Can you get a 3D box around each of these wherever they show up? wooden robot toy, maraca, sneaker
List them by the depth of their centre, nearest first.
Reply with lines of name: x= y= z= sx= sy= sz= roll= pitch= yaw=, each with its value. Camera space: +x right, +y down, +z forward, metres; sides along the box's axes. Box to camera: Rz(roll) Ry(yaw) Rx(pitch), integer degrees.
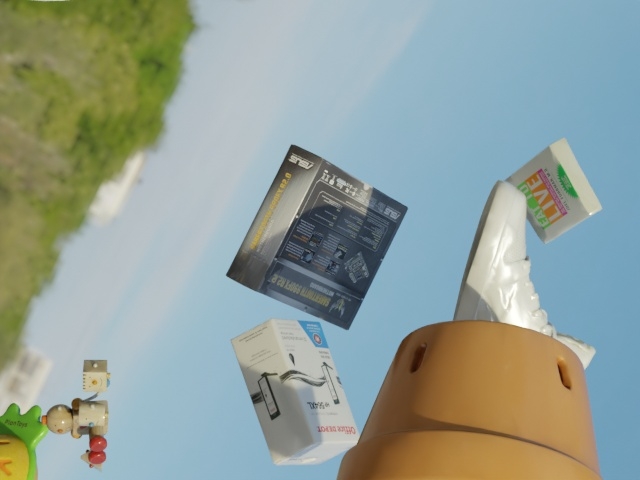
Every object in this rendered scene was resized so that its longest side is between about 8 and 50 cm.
sneaker: x=0.243 y=0.084 z=2.138 sx=0.108 sy=0.169 sz=0.292 roll=-60 pitch=162 yaw=-78
wooden robot toy: x=-0.287 y=0.212 z=2.141 sx=0.173 sy=0.079 sz=0.076 roll=99 pitch=-9 yaw=-46
maraca: x=-0.406 y=0.291 z=2.321 sx=0.127 sy=0.099 sz=0.185 roll=3 pitch=-118 yaw=35

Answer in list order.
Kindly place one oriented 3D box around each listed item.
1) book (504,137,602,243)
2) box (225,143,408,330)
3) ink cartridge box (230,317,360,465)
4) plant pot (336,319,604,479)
book: x=0.282 y=-0.057 z=2.208 sx=0.035 sy=0.096 sz=0.144 roll=-26 pitch=173 yaw=-20
box: x=0.000 y=0.000 z=2.304 sx=0.056 sy=0.231 sz=0.183 roll=27 pitch=-89 yaw=34
ink cartridge box: x=-0.034 y=0.227 z=2.745 sx=0.086 sy=0.148 sz=0.203 roll=-28 pitch=-108 yaw=25
plant pot: x=0.168 y=0.215 z=1.915 sx=0.291 sy=0.291 sz=0.203 roll=136 pitch=-31 yaw=-57
